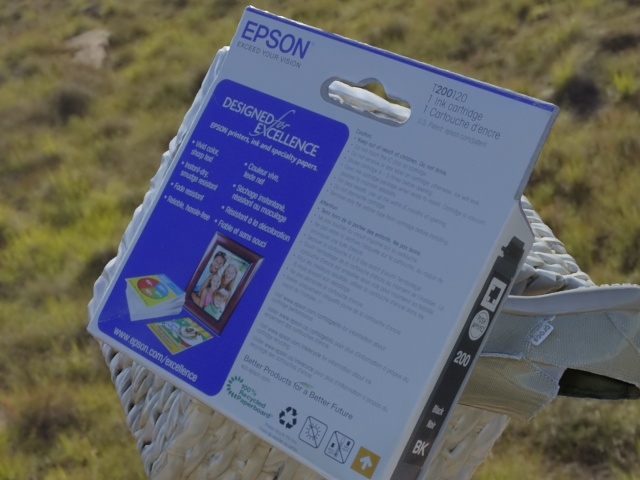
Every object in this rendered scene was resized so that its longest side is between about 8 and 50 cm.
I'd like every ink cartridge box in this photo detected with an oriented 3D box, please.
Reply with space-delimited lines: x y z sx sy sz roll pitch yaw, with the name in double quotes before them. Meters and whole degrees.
"ink cartridge box" 0.000 0.000 0.599 0.206 0.045 0.208 25 90 33

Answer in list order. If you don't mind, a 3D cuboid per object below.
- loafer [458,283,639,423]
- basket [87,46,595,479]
"loafer" 0.139 0.093 0.872 0.269 0.102 0.092 -8 66 -9
"basket" 0.006 0.058 1.047 0.331 0.328 0.266 -59 31 22
